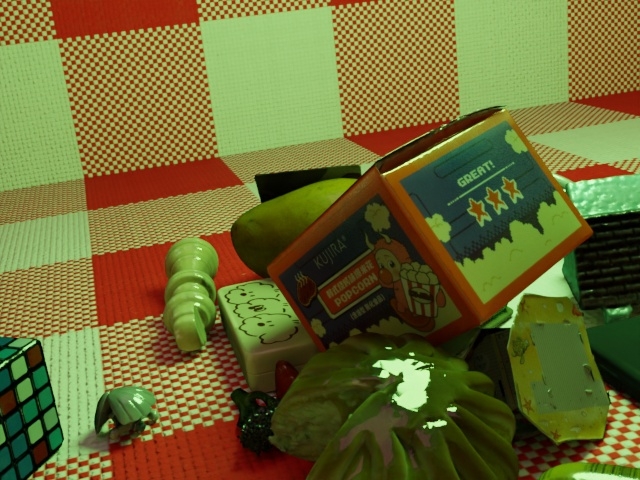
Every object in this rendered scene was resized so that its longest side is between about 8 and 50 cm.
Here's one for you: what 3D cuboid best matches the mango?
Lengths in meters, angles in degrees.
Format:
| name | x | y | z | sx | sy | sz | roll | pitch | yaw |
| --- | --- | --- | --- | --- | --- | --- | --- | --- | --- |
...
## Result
| name | x | y | z | sx | sy | sz | roll | pitch | yaw |
| --- | --- | --- | --- | --- | --- | --- | --- | --- | --- |
| mango | 0.000 | 0.000 | 1.699 | 0.378 | 0.264 | 0.221 | -3 | 62 | 23 |

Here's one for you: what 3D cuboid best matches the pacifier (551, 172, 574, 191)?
| name | x | y | z | sx | sy | sz | roll | pitch | yaw |
| --- | --- | --- | --- | --- | --- | --- | --- | --- | --- |
| pacifier | 0.476 | -0.037 | 1.829 | 0.279 | 0.227 | 0.207 | 19 | 70 | 53 |

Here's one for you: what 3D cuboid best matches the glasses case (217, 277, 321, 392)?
| name | x | y | z | sx | sy | sz | roll | pitch | yaw |
| --- | --- | --- | --- | --- | --- | --- | --- | --- | --- |
| glasses case | -0.091 | 0.158 | 1.510 | 0.144 | 0.076 | 0.336 | -10 | 18 | -14 |

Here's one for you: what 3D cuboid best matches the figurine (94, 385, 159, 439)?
| name | x | y | z | sx | sy | sz | roll | pitch | yaw |
| --- | --- | --- | --- | --- | --- | --- | --- | --- | --- |
| figurine | -0.295 | 0.264 | 1.281 | 0.086 | 0.082 | 0.094 | 13 | 31 | 6 |

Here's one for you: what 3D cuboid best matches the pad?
| name | x | y | z | sx | sy | sz | roll | pitch | yaw |
| --- | --- | --- | --- | --- | --- | --- | --- | --- | --- |
| pad | -0.010 | -0.047 | 1.817 | 0.220 | 0.330 | 0.004 | -6 | 55 | 4 |

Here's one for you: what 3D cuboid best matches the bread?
| name | x | y | z | sx | sy | sz | roll | pitch | yaw |
| --- | --- | --- | --- | --- | --- | --- | --- | --- | --- |
| bread | 0.091 | 0.231 | 1.021 | 0.332 | 0.160 | 0.333 | 0 | 32 | 0 |

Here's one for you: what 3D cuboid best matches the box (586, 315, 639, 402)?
| name | x | y | z | sx | sy | sz | roll | pitch | yaw |
| --- | --- | --- | --- | --- | --- | --- | --- | --- | --- |
| box | 0.506 | 0.182 | 1.278 | 0.160 | 0.050 | 0.230 | -11 | 18 | -13 |

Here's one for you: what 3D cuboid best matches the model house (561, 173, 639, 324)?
| name | x | y | z | sx | sy | sz | roll | pitch | yaw |
| --- | --- | --- | --- | --- | --- | --- | --- | --- | --- |
| model house | 0.586 | 0.036 | 1.531 | 0.280 | 0.230 | 0.249 | -7 | 59 | 5 |

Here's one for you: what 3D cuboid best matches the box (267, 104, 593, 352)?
| name | x | y | z | sx | sy | sz | roll | pitch | yaw |
| --- | --- | --- | --- | --- | --- | --- | --- | --- | --- |
| box | 0.159 | 0.012 | 1.311 | 0.318 | 0.257 | 0.348 | -28 | -7 | -38 |

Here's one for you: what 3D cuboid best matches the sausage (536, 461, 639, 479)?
| name | x | y | z | sx | sy | sz | roll | pitch | yaw |
| --- | --- | --- | --- | --- | --- | --- | --- | --- | --- |
| sausage | 0.361 | 0.298 | 0.847 | 0.347 | 0.123 | 0.123 | 3 | 20 | 27 |

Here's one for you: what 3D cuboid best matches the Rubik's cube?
| name | x | y | z | sx | sy | sz | roll | pitch | yaw |
| --- | --- | --- | --- | --- | --- | --- | --- | --- | --- |
| Rubik's cube | -0.504 | 0.250 | 1.192 | 0.187 | 0.182 | 0.184 | 0 | 20 | 20 |

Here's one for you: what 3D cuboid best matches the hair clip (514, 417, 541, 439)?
| name | x | y | z | sx | sy | sz | roll | pitch | yaw |
| --- | --- | --- | --- | --- | --- | --- | --- | --- | --- |
| hair clip | 0.255 | 0.251 | 1.193 | 0.054 | 0.022 | 0.137 | -16 | 21 | -30 |

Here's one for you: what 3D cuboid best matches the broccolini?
| name | x | y | z | sx | sy | sz | roll | pitch | yaw |
| --- | --- | --- | --- | --- | --- | --- | --- | --- | --- |
| broccolini | -0.088 | 0.258 | 1.255 | 0.068 | 0.091 | 0.202 | 34 | -3 | -12 |

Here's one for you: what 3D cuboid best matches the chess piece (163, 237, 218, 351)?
| name | x | y | z | sx | sy | sz | roll | pitch | yaw |
| --- | --- | --- | --- | --- | --- | --- | --- | --- | --- |
| chess piece | -0.256 | 0.108 | 1.679 | 0.117 | 0.117 | 0.397 | -8 | 20 | -6 |

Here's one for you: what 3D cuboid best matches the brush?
| name | x | y | z | sx | sy | sz | roll | pitch | yaw |
| --- | --- | --- | --- | --- | --- | --- | --- | --- | --- |
| brush | 0.245 | 0.157 | 1.459 | 0.054 | 0.048 | 0.282 | 4 | 21 | 41 |

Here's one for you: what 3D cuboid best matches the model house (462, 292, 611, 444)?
| name | x | y | z | sx | sy | sz | roll | pitch | yaw |
| --- | --- | --- | --- | --- | --- | --- | --- | --- | --- |
| model house | 0.275 | 0.189 | 1.169 | 0.219 | 0.207 | 0.136 | 2 | -21 | -42 |

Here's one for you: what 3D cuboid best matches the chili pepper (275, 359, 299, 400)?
| name | x | y | z | sx | sy | sz | roll | pitch | yaw |
| --- | --- | --- | --- | --- | --- | --- | --- | --- | --- |
| chili pepper | -0.011 | 0.246 | 1.230 | 0.071 | 0.063 | 0.272 | -26 | 26 | -20 |
